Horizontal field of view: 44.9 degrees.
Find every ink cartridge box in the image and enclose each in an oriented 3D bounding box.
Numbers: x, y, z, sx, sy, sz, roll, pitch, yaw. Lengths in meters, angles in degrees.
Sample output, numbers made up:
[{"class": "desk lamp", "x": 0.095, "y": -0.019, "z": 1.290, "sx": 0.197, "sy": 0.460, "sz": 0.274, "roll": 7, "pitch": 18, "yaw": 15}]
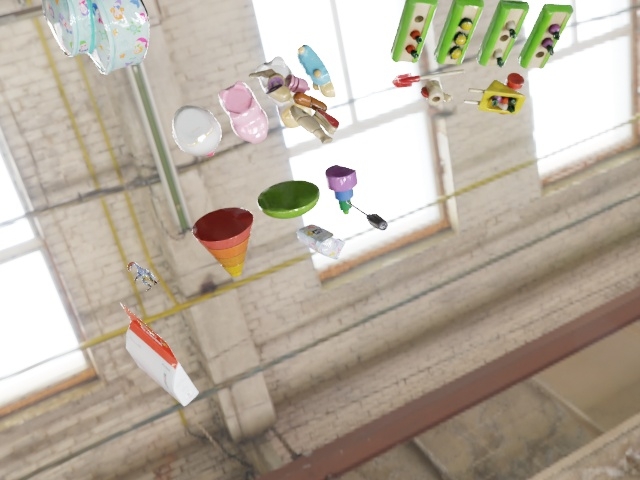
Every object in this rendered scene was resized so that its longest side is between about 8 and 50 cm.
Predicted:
[{"class": "ink cartridge box", "x": -0.393, "y": 0.269, "z": 1.810, "sx": 0.189, "sy": 0.232, "sz": 0.066, "roll": 32, "pitch": -111, "yaw": 32}]

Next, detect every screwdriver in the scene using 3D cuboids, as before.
[{"class": "screwdriver", "x": 0.082, "y": -0.048, "z": 1.399, "sx": 0.025, "sy": 0.024, "sz": 0.170, "roll": 27, "pitch": -174, "yaw": -22}]

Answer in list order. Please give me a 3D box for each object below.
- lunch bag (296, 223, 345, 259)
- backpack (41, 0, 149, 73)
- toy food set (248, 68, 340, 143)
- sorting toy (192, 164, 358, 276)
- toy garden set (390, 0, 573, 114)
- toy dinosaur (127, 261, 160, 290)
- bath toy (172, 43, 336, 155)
[{"class": "lunch bag", "x": 0.000, "y": 0.000, "z": 1.593, "sx": 0.071, "sy": 0.053, "sz": 0.083, "roll": 28, "pitch": -174, "yaw": 37}, {"class": "backpack", "x": -0.478, "y": -0.492, "z": 1.664, "sx": 0.191, "sy": 0.253, "sz": 0.225, "roll": -30, "pitch": 171, "yaw": -29}, {"class": "toy food set", "x": -0.021, "y": -0.161, "z": 0.886, "sx": 0.122, "sy": 0.019, "sz": 0.078, "roll": 41, "pitch": -150, "yaw": 7}, {"class": "sorting toy", "x": -0.075, "y": -0.032, "z": 1.556, "sx": 0.365, "sy": 0.126, "sz": 0.127, "roll": -26, "pitch": -146, "yaw": -24}, {"class": "toy garden set", "x": 0.225, "y": -0.260, "z": 1.147, "sx": 0.244, "sy": 0.204, "sz": 0.049, "roll": 0, "pitch": -124, "yaw": -11}, {"class": "toy dinosaur", "x": -0.443, "y": 0.085, "z": 1.919, "sx": 0.047, "sy": 0.082, "sz": 0.090, "roll": -37, "pitch": -174, "yaw": -2}, {"class": "bath toy", "x": -0.143, "y": -0.276, "z": 1.644, "sx": 0.348, "sy": 0.151, "sz": 0.129, "roll": -26, "pitch": 176, "yaw": -1}]
